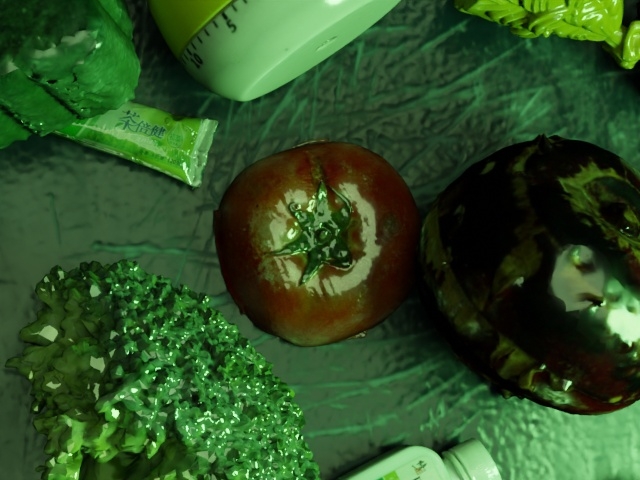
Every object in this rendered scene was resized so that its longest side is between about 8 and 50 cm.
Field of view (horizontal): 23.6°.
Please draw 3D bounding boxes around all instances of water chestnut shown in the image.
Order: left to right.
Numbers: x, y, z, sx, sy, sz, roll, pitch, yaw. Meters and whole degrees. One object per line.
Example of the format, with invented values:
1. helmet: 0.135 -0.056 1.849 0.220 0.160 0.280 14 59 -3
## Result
1. water chestnut: 0.225 0.052 1.534 0.300 0.300 0.300 1 84 -11

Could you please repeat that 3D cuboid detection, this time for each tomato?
1. tomato: 0.002 0.000 1.567 0.225 0.085 0.225 0 87 -10

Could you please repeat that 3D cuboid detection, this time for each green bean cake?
1. green bean cake: -0.342 -0.240 1.455 0.300 0.169 0.308 -15 72 8

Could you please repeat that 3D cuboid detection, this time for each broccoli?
1. broccoli: -0.144 0.206 1.430 0.338 0.277 0.317 19 101 0

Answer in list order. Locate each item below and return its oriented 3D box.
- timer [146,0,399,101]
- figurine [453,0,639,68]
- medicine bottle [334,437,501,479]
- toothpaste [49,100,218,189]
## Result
1. timer: -0.068 -0.301 1.494 0.285 0.285 0.285 1 84 -11
2. figurine: 0.321 -0.226 1.615 0.315 0.168 0.187 33 122 -14
3. medicine bottle: 0.093 0.271 1.562 0.183 0.069 0.119 -26 87 -13
4. toothpaste: -0.230 -0.123 1.553 0.248 0.047 0.078 17 77 -10
